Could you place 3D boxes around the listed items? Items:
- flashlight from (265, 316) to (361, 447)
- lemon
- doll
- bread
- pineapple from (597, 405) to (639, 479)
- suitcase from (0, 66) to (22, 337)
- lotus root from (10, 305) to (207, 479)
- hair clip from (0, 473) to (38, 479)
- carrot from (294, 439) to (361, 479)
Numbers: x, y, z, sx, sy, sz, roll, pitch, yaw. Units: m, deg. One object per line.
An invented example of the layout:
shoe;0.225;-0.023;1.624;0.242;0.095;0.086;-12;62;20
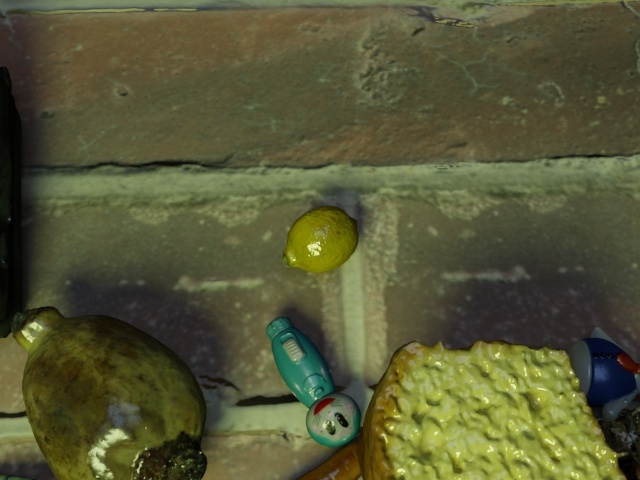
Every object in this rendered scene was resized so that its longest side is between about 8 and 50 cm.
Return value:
flashlight;-0.010;0.127;0.808;0.051;0.051;0.129;-28;61;-13
lemon;0.000;0.000;0.861;0.083;0.062;0.062;-29;66;-16
doll;0.270;0.121;0.802;0.143;0.058;0.099;8;48;-1
bread;0.139;0.248;0.670;0.194;0.179;0.340;-15;61;-9
pineapple;0.285;0.173;0.717;0.137;0.161;0.176;20;86;17
suitcase;-0.387;-0.046;0.849;0.202;0.128;0.312;-9;63;-4
lotus root;-0.181;0.133;0.760;0.138;0.138;0.214;-36;67;-16
hair clip;-0.329;0.217;0.766;0.229;0.036;0.066;0;58;7
carrot;-0.050;0.243;0.749;0.248;0.043;0.043;-34;67;-17
